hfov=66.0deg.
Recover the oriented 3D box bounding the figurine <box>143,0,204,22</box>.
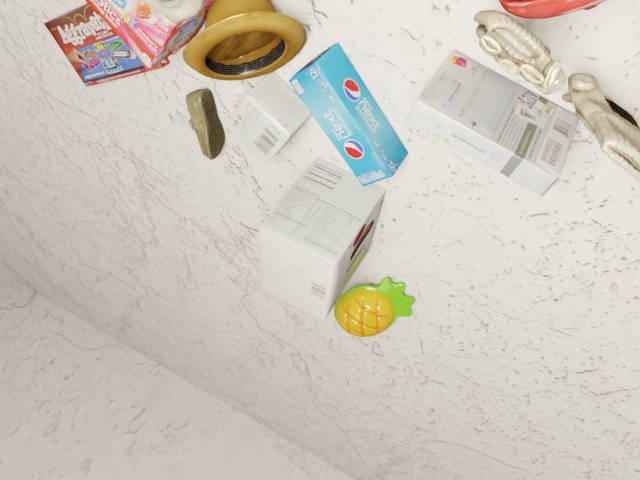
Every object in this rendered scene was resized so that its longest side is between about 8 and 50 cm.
[{"bbox_3d":[-0.161,-0.421,0.615,0.092,0.210,0.214,11,161,-37],"label":"figurine"}]

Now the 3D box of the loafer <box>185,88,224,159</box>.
[{"bbox_3d":[-0.230,-0.232,0.979,0.050,0.056,0.148,18,130,25],"label":"loafer"}]

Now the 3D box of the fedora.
[{"bbox_3d":[-0.119,-0.313,0.744,0.194,0.194,0.079,-16,82,48],"label":"fedora"}]

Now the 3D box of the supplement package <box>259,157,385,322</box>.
[{"bbox_3d":[0.000,0.000,0.918,0.149,0.203,0.194,26,143,13],"label":"supplement package"}]

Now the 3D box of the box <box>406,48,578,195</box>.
[{"bbox_3d":[0.219,-0.154,0.617,0.186,0.145,0.038,31,143,6],"label":"box"}]

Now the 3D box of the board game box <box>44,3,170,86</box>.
[{"bbox_3d":[-0.431,-0.396,0.983,0.281,0.027,0.145,4,132,37],"label":"board game box"}]

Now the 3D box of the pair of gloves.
[{"bbox_3d":[0.261,-0.169,0.528,0.240,0.204,0.042,39,122,-1],"label":"pair of gloves"}]

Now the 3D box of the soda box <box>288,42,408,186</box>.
[{"bbox_3d":[0.048,-0.192,0.776,0.067,0.071,0.210,-13,122,47],"label":"soda box"}]

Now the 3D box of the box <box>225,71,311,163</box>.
[{"bbox_3d":[-0.089,-0.211,0.854,0.102,0.087,0.101,43,143,-8],"label":"box"}]

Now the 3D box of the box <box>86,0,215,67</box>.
[{"bbox_3d":[-0.299,-0.423,0.761,0.257,0.123,0.128,47,143,-14],"label":"box"}]

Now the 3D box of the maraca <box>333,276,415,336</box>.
[{"bbox_3d":[0.115,0.148,1.083,0.185,0.099,0.127,-28,110,24],"label":"maraca"}]

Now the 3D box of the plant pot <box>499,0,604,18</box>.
[{"bbox_3d":[0.211,-0.305,0.422,0.191,0.191,0.174,-4,133,42],"label":"plant pot"}]
